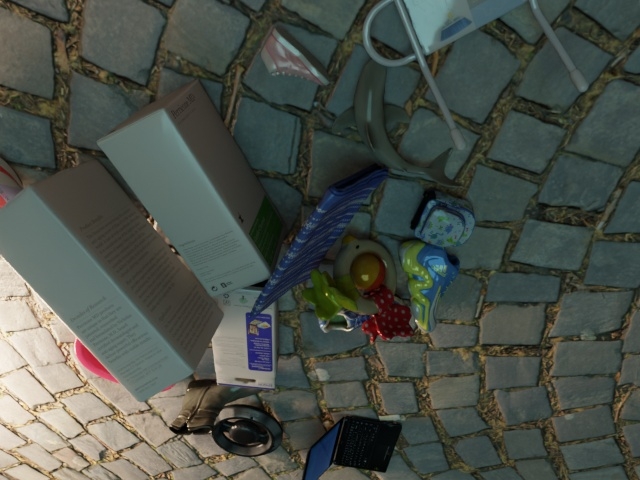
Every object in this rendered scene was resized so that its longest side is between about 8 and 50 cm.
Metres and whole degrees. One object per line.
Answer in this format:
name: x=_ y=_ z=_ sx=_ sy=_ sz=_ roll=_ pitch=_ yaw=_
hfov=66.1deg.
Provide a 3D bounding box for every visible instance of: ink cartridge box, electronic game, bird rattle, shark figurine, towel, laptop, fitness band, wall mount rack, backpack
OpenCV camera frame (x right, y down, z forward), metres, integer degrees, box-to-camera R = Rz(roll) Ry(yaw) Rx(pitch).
ink cartridge box: x=-0.188 y=0.235 z=1.240 sx=0.165 sy=0.065 sz=0.333 roll=5 pitch=121 yaw=2
electronic game: x=-0.225 y=0.566 z=1.460 sx=0.229 sy=0.048 sz=0.229 roll=3 pitch=123 yaw=4
bird rattle: x=0.103 y=0.100 z=1.052 sx=0.253 sy=0.207 sz=0.143 roll=20 pitch=162 yaw=-20
shark figurine: x=0.127 y=-0.179 z=0.921 sx=0.166 sy=0.116 sz=0.278 roll=-33 pitch=112 yaw=25
towel: x=0.000 y=0.000 z=0.976 sx=0.040 sy=0.243 sz=0.336 roll=41 pitch=122 yaw=11
laptop: x=0.085 y=0.637 z=1.423 sx=0.264 sy=0.137 sz=0.234 roll=10 pitch=123 yaw=0
fitness band: x=-0.515 y=0.311 z=1.330 sx=0.290 sy=0.054 sz=0.209 roll=24 pitch=124 yaw=-8
wall mount rack: x=0.254 y=-0.337 z=0.780 sx=0.349 sy=0.130 sz=0.304 roll=-25 pitch=113 yaw=13
backpack: x=0.257 y=-0.037 z=1.012 sx=0.114 sy=0.084 sz=0.105 roll=14 pitch=125 yaw=-7

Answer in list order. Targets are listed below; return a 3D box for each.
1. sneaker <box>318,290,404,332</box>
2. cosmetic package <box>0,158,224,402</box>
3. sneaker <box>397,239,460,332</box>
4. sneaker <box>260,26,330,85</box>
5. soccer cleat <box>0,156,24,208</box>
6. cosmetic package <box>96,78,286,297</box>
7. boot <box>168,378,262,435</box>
sneaker: x=0.094 y=0.177 z=1.164 sx=0.211 sy=0.081 sz=0.080 roll=-13 pitch=118 yaw=11
cosmetic package: x=-0.422 y=0.078 z=1.019 sx=0.161 sy=0.230 sz=0.453 roll=-31 pitch=105 yaw=16
sneaker: x=0.257 y=0.103 z=1.096 sx=0.126 sy=0.091 sz=0.240 roll=-14 pitch=119 yaw=13
sneaker: x=-0.049 y=-0.313 z=0.889 sx=0.134 sy=0.051 sz=0.070 roll=39 pitch=120 yaw=-14
soccer cleat: x=-0.654 y=-0.052 z=1.071 sx=0.108 sy=0.116 sz=0.318 roll=-30 pitch=114 yaw=22
cosmetic package: x=-0.227 y=-0.096 z=0.958 sx=0.155 sy=0.197 sz=0.366 roll=-19 pitch=120 yaw=18
boot: x=-0.274 y=0.449 z=1.324 sx=0.246 sy=0.161 sz=0.084 roll=-14 pitch=120 yaw=14
